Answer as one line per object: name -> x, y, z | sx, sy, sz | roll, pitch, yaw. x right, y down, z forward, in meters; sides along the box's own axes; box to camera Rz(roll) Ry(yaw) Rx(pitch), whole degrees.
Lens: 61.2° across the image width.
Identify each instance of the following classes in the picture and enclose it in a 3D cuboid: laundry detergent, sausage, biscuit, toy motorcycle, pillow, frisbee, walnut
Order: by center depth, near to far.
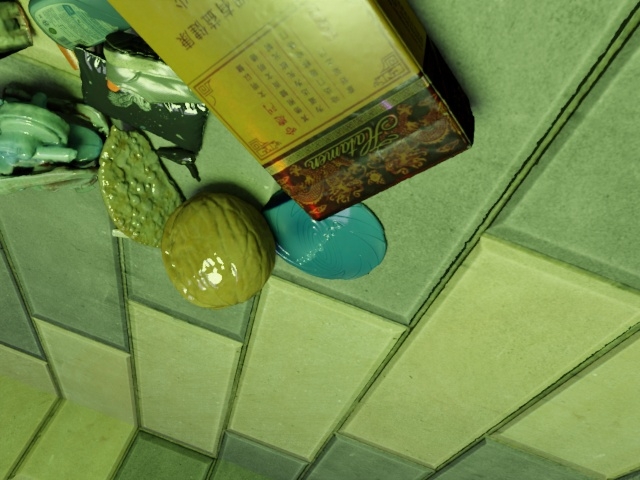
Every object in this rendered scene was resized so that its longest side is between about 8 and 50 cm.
laundry detergent -> -0.297, -0.324, 0.740 | 0.206, 0.061, 0.097 | -4, 141, 27
sausage -> -0.393, -0.313, 0.819 | 0.031, 0.031, 0.107 | -3, 134, 26
pillow -> -0.280, -0.218, 0.852 | 0.208, 0.055, 0.141 | 22, 153, -9
toy motorcycle -> -0.521, -0.141, 0.948 | 0.319, 0.182, 0.241 | -2, 135, 24
walnut -> -0.181, 0.013, 0.964 | 0.213, 0.213, 0.213 | 12, 139, 11
biscuit -> -0.317, -0.070, 0.974 | 0.038, 0.141, 0.290 | 11, 144, 33
frisbee -> 0.000, 0.000, 0.990 | 0.242, 0.045, 0.242 | 11, 138, 10

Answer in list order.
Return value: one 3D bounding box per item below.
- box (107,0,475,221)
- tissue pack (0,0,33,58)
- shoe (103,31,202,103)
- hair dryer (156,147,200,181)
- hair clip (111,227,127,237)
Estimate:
box -> -0.024, -0.229, 0.667 | 0.264, 0.116, 0.415 | -26, 124, 33
tissue pack -> -0.630, -0.288, 0.788 | 0.332, 0.245, 0.123 | 4, 119, 19
shoe -> -0.214, -0.227, 0.777 | 0.194, 0.074, 0.077 | 16, 127, -18
hair dryer -> -0.244, -0.133, 0.963 | 0.079, 0.031, 0.083 | 13, 149, 27
hair clip -> -0.322, -0.005, 1.121 | 0.214, 0.056, 0.062 | 13, 124, -3
